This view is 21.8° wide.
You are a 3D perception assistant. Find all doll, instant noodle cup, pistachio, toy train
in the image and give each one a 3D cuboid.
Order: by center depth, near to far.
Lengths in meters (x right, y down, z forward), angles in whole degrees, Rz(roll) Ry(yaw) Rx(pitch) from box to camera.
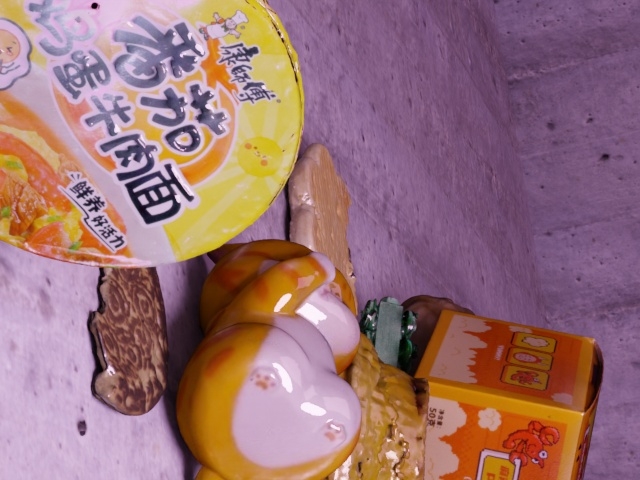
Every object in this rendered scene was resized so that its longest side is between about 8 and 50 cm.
[{"bbox_3d":[-0.141,-0.139,1.165,0.200,0.264,0.264,-93,163,-56],"label":"instant noodle cup"},{"bbox_3d":[-0.042,0.105,1.471,0.166,0.162,0.269,47,33,-22],"label":"doll"},{"bbox_3d":[0.066,0.151,1.955,0.104,0.071,0.178,116,-13,-47],"label":"toy train"},{"bbox_3d":[0.154,0.162,2.173,0.138,0.153,0.238,38,-11,31],"label":"pistachio"}]

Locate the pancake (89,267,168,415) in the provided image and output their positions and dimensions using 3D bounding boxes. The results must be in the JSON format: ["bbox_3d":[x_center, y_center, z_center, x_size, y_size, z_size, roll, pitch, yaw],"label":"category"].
[{"bbox_3d":[-0.164,0.052,1.339,0.190,0.020,0.184,-82,155,-54],"label":"pancake"}]

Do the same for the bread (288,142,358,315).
[{"bbox_3d":[0.000,0.000,1.921,0.182,0.039,0.250,54,28,-54],"label":"bread"}]

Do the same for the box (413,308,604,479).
[{"bbox_3d":[0.206,0.267,1.962,0.259,0.214,0.283,-56,154,-71],"label":"box"}]

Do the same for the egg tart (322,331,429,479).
[{"bbox_3d":[0.049,0.216,1.672,0.294,0.123,0.294,0,90,-86],"label":"egg tart"}]
